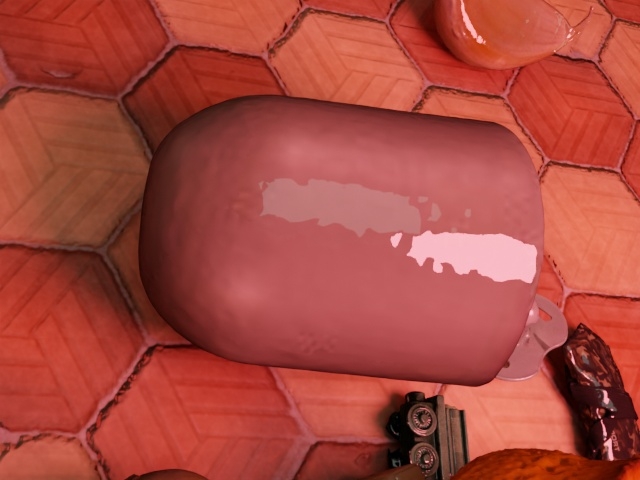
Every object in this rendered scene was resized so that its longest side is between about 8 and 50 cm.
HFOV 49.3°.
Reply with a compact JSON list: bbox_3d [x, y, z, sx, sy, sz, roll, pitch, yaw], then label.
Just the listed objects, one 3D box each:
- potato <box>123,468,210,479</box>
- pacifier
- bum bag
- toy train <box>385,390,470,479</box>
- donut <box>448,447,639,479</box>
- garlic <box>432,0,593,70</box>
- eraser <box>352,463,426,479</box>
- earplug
[{"bbox_3d":[-0.090,0.367,0.645,0.326,0.221,0.243,30,69,-19],"label":"potato"},{"bbox_3d":[0.259,0.109,0.928,0.150,0.116,0.127,-35,55,-20],"label":"pacifier"},{"bbox_3d":[0.386,0.232,0.939,0.102,0.069,0.248,10,57,-54],"label":"bum bag"},{"bbox_3d":[0.140,0.271,0.848,0.111,0.071,0.170,10,64,-23],"label":"toy train"},{"bbox_3d":[0.153,0.396,0.598,0.378,0.163,0.435,-11,104,-47],"label":"donut"},{"bbox_3d":[0.284,-0.354,1.105,0.245,0.164,0.145,21,46,-14],"label":"garlic"},{"bbox_3d":[0.081,0.344,0.764,0.058,0.117,0.172,2,65,-48],"label":"eraser"},{"bbox_3d":[0.000,0.000,0.783,0.394,0.312,0.312,5,67,-14],"label":"earplug"}]
